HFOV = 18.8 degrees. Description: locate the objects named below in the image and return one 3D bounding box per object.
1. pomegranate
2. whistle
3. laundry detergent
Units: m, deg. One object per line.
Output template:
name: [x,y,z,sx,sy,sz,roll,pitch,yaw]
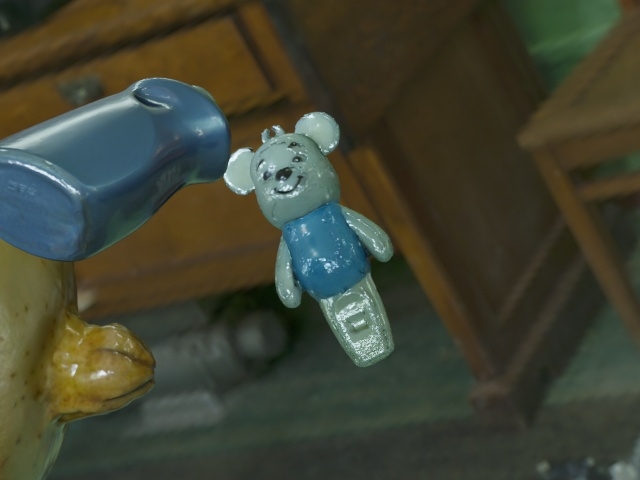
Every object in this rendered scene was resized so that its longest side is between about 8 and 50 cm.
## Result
pomegranate: [-0.318,0.075,1.382,0.410,0.410,0.410,-26,22,11]
whistle: [0.000,0.000,1.686,0.114,0.235,0.077,-26,-19,5]
laundry detergent: [-0.119,-0.051,1.163,0.097,0.061,0.206,15,26,23]
